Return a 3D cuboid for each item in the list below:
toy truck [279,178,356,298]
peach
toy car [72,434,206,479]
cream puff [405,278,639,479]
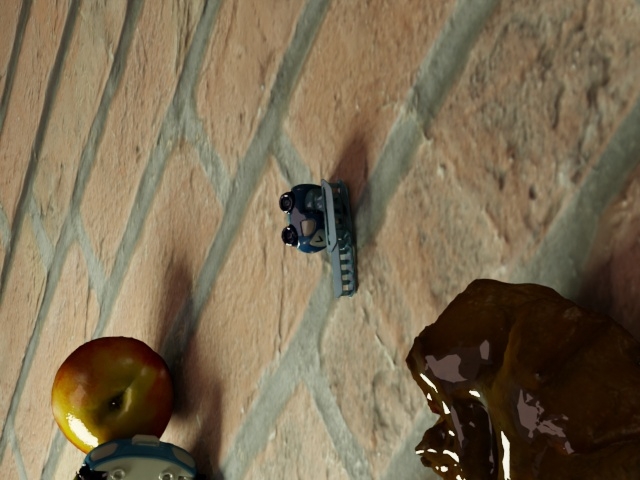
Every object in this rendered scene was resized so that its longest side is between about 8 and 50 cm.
[{"bbox_3d":[0.000,0.000,1.354,0.074,0.063,0.136,-7,88,40],"label":"toy truck"},{"bbox_3d":[-0.312,0.236,1.781,0.192,0.190,0.190,180,89,-72],"label":"peach"},{"bbox_3d":[-0.271,0.413,1.722,0.166,0.198,0.314,-119,36,-68],"label":"toy car"},{"bbox_3d":[0.176,0.145,0.971,0.269,0.154,0.241,36,127,46],"label":"cream puff"}]
